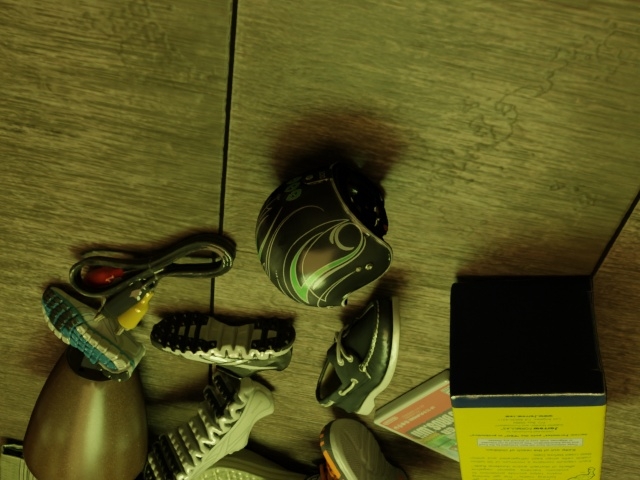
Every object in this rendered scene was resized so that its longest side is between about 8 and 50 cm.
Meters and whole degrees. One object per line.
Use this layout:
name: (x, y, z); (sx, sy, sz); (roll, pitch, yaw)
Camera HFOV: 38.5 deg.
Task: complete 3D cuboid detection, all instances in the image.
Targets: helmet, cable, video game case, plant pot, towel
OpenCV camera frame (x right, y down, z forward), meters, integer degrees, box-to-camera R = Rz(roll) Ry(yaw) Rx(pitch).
helmet: (0.000, 0.000, 1.128); (0.161, 0.169, 0.169); (-38, 123, 24)
cable: (-0.253, 0.039, 1.342); (0.287, 0.072, 0.139); (-31, 109, 25)
video game case: (0.263, 0.322, 1.568); (0.285, 0.025, 0.204); (28, 138, -20)
plant pot: (-0.383, 0.274, 1.543); (0.215, 0.215, 0.230); (15, 126, -5)
towel: (-0.553, 0.550, 2.028); (0.312, 0.056, 0.324); (19, 143, -5)

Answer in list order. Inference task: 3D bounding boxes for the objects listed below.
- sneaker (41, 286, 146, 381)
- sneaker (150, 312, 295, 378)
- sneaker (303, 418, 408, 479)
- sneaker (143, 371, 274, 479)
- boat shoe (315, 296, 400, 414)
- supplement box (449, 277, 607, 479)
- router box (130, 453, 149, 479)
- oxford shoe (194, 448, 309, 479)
sneaker: (-0.358, 0.137, 1.455); (0.190, 0.083, 0.071); (44, 130, -3)
sneaker: (-0.151, 0.173, 1.439); (0.234, 0.078, 0.106); (2, 138, 8)
sneaker: (0.031, 0.438, 1.684); (0.180, 0.125, 0.321); (-11, 136, 23)
sneaker: (-0.193, 0.349, 1.581); (0.292, 0.110, 0.118); (-47, 134, 15)
boat shoe: (0.054, 0.179, 1.371); (0.091, 0.114, 0.302); (8, 141, -5)
supplement box: (0.294, 0.241, 1.305); (0.195, 0.194, 0.357); (-3, 137, 11)
router box: (-0.342, 0.487, 1.745); (0.081, 0.243, 0.309); (-37, 132, -6)
oxford shoe: (-0.104, 0.504, 1.808); (0.449, 0.169, 0.130); (32, -179, -35)
